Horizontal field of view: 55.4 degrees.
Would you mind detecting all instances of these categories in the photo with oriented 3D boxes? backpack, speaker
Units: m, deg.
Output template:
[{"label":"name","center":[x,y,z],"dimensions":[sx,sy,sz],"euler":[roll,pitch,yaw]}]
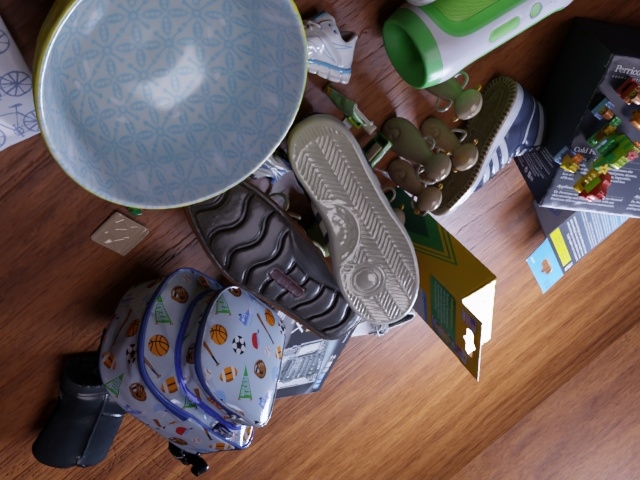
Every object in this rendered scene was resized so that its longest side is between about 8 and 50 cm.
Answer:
[{"label":"backpack","center":[-0.193,0.177,0.936],"dimensions":[0.213,0.277,0.263],"euler":[-27,131,32]},{"label":"speaker","center":[0.241,-0.342,0.888],"dimensions":[0.296,0.131,0.131],"euler":[-33,142,-9]}]

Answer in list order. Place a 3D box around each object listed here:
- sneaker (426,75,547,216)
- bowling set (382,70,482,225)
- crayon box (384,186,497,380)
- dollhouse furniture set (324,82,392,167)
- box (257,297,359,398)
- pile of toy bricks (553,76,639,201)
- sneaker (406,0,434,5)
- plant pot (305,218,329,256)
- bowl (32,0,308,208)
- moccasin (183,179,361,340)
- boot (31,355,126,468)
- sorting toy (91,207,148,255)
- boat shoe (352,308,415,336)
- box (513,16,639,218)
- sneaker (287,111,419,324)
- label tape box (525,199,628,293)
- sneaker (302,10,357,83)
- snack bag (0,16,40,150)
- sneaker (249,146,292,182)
[{"label":"sneaker","center":[0.322,-0.159,1.162],"dimensions":[0.153,0.099,0.282],"euler":[9,119,-42]},{"label":"bowling set","center":[0.197,-0.133,1.039],"dimensions":[0.199,0.154,0.287],"euler":[15,118,-46]},{"label":"crayon box","center":[0.215,0.075,1.122],"dimensions":[0.083,0.323,0.203],"euler":[-29,141,-13]},{"label":"dollhouse furniture set","center":[0.049,-0.171,0.941],"dimensions":[0.058,0.076,0.151],"euler":[-47,143,8]},{"label":"box","center":[-0.052,0.187,1.214],"dimensions":[0.242,0.076,0.308],"euler":[2,126,-40]},{"label":"pile of toy bricks","center":[0.495,-0.159,1.023],"dimensions":[0.118,0.105,0.212],"euler":[27,123,-22]},{"label":"sneaker","center":[0.260,-0.444,0.791],"dimensions":[0.384,0.145,0.147],"euler":[-44,142,8]},{"label":"plant pot","center":[0.000,0.000,1.079],"dimensions":[0.079,0.083,0.083],"euler":[-38,144,18]},{"label":"bowl","center":[-0.174,-0.195,0.669],"dimensions":[0.289,0.156,0.290],"euler":[-22,139,-21]},{"label":"moccasin","center":[-0.071,0.012,0.956],"dimensions":[0.139,0.147,0.380],"euler":[-47,128,7]},{"label":"boot","center":[-0.351,0.292,1.058],"dimensions":[0.246,0.094,0.207],"euler":[4,124,-40]},{"label":"sorting toy","center":[-0.278,-0.019,0.874],"dimensions":[0.083,0.012,0.062],"euler":[-42,138,8]},{"label":"boat shoe","center":[0.132,0.183,1.372],"dimensions":[0.184,0.063,0.066],"euler":[-13,135,-31]},{"label":"box","center":[0.604,-0.220,1.162],"dimensions":[0.343,0.179,0.313],"euler":[6,130,-9]},{"label":"sneaker","center":[0.054,-0.039,0.940],"dimensions":[0.131,0.148,0.350],"euler":[-20,112,4]},{"label":"label tape box","center":[0.623,-0.051,1.510],"dimensions":[0.333,0.106,0.240],"euler":[-42,142,5]},{"label":"sneaker","center":[-0.023,-0.266,0.805],"dimensions":[0.190,0.071,0.083],"euler":[-5,125,-47]},{"label":"snack bag","center":[-0.457,-0.178,0.550],"dimensions":[0.323,0.037,0.343],"euler":[-27,140,-15]},{"label":"sneaker","center":[-0.096,-0.118,0.897],"dimensions":[0.058,0.052,0.135],"euler":[-46,142,15]}]
